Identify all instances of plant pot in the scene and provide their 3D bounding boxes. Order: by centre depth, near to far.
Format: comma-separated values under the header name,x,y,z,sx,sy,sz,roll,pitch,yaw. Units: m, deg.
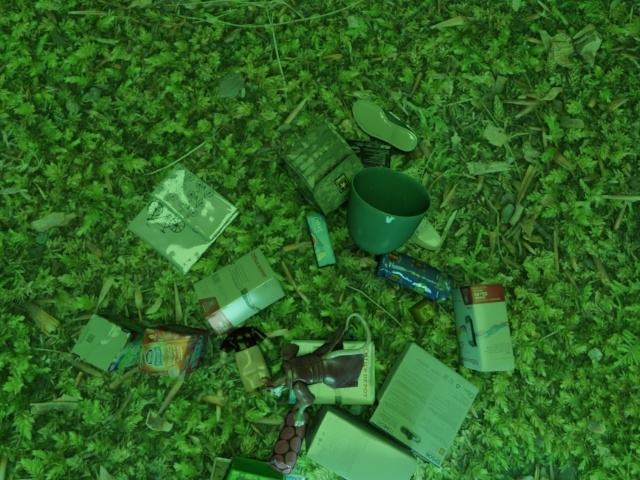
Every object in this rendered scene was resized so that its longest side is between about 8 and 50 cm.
name,x,y,z,sx,sy,sz,roll,pitch,yaw
plant pot,0.227,-0.091,1.670,0.293,0.235,0.293,9,41,-8
plant pot,0.403,0.278,1.752,0.081,0.083,0.081,-31,84,-8

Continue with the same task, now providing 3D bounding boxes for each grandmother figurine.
name,x,y,z,sx,sy,sz,roll,pitch,yaw
grandmother figurine,-0.283,0.406,1.693,0.208,0.104,0.342,-12,77,-31

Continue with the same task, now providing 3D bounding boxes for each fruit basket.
name,x,y,z,sx,sy,sz,roll,pitch,yaw
fruit basket,-0.250,0.957,1.566,0.327,0.165,0.352,14,83,-1

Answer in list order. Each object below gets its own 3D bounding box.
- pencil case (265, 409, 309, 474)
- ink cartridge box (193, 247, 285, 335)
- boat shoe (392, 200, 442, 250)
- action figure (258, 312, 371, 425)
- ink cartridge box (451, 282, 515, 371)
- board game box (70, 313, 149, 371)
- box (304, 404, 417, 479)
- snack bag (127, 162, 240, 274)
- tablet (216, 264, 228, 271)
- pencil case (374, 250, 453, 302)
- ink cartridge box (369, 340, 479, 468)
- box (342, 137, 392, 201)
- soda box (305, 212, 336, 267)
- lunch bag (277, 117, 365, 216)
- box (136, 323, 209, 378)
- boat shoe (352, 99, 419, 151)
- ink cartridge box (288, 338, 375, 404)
name,x,y,z,sx,sy,sz,roll,pitch,yaw
pencil case,-0.113,0.711,1.610,0.098,0.095,0.209,0,38,23
ink cartridge box,-0.299,0.183,1.663,0.283,0.117,0.207,-30,39,-7
boat shoe,0.377,-0.068,1.802,0.277,0.096,0.098,42,80,4
action figure,-0.016,0.425,1.472,0.371,0.275,0.248,-10,59,-32
ink cartridge box,0.597,0.319,1.684,0.131,0.226,0.305,-3,80,-3
board game box,-0.712,0.352,1.582,0.142,0.275,0.144,27,80,1
box,0.132,0.736,1.595,0.346,0.215,0.168,28,81,2
snack bag,-0.549,-0.087,1.787,0.323,0.037,0.342,39,81,3
tablet,-0.361,0.125,1.776,0.083,0.006,0.054,-17,82,-7
pencil case,0.355,0.137,1.755,0.306,0.119,0.133,23,123,1
ink cartridge box,0.377,0.599,1.669,0.324,0.071,0.330,36,75,-6
box,0.127,-0.285,1.835,0.308,0.076,0.242,7,80,-2
soda box,0.000,0.000,1.786,0.071,0.067,0.209,-14,81,-5
lunch bag,0.017,-0.264,1.708,0.235,0.169,0.287,-42,93,-11
box,-0.503,0.377,1.577,0.154,0.300,0.142,11,82,0
boat shoe,0.273,-0.476,1.880,0.319,0.099,0.116,37,118,14
ink cartridge box,0.039,0.482,1.675,0.308,0.129,0.223,2,79,-2
